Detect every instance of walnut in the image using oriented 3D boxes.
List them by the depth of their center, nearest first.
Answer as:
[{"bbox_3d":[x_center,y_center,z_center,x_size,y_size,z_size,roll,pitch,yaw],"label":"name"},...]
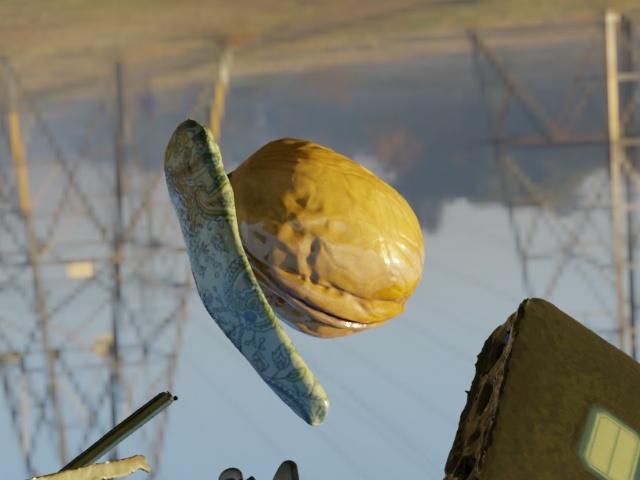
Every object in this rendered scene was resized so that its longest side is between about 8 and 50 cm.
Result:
[{"bbox_3d":[0.000,0.000,1.500,0.180,0.144,0.144,41,180,-6],"label":"walnut"}]

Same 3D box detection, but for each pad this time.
[{"bbox_3d":[-0.311,0.218,1.477,0.286,0.018,0.284,-17,174,25],"label":"pad"}]

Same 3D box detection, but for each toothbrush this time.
[{"bbox_3d":[-0.244,0.220,1.643,0.294,0.028,0.026,-34,-149,-2],"label":"toothbrush"}]

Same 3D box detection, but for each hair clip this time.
[{"bbox_3d":[-0.056,0.024,1.286,0.036,0.229,0.066,-17,168,-46],"label":"hair clip"}]

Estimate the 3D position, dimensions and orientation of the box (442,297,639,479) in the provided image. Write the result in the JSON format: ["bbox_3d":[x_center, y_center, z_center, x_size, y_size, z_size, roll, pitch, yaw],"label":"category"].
[{"bbox_3d":[0.269,0.239,1.629,0.350,0.091,0.359,34,-143,-7],"label":"box"}]

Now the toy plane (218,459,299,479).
[{"bbox_3d":[-0.109,0.307,1.754,0.246,0.169,0.078,-26,146,0],"label":"toy plane"}]
